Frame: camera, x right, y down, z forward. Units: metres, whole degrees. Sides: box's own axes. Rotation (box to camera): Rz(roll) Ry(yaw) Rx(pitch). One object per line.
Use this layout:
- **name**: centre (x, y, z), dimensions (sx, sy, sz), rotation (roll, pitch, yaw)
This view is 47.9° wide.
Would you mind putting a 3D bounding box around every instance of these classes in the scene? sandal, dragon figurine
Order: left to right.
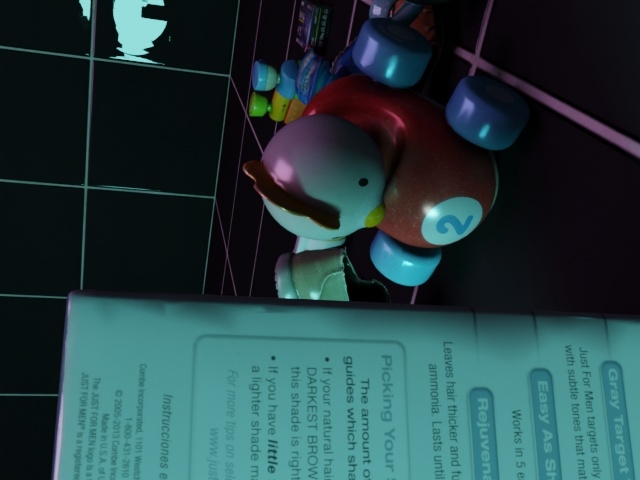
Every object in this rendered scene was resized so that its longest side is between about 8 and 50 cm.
- **sandal**: centre (0.001, -0.003, 1.181), dimensions (0.102, 0.076, 0.265), rotation (-77, 5, -67)
- **dragon figurine**: centre (0.015, -0.231, 1.056), dimensions (0.085, 0.144, 0.289), rotation (-119, 36, -63)

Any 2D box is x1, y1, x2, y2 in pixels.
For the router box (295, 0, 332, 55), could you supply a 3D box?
- **router box**: centre (-0.015, -0.420, 1.411), dimensions (0.122, 0.038, 0.092), rotation (-118, 36, -63)

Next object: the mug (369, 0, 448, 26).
- **mug**: centre (0.105, -0.307, 0.757), dimensions (0.158, 0.097, 0.129), rotation (-36, 70, 28)

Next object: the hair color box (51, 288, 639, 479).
- **hair color box**: centre (0.046, 0.135, 0.414), dimensions (0.113, 0.375, 0.185), rotation (136, 135, -67)

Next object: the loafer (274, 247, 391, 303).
- **loafer**: centre (0.046, 0.099, 0.818), dimensions (0.251, 0.088, 0.094), rotation (51, -153, -37)

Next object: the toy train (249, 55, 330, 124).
- **toy train**: centre (-0.073, -0.248, 1.382), dimensions (0.248, 0.144, 0.105), rotation (119, 152, -56)

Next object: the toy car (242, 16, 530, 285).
- **toy car**: centre (0.035, -0.053, 0.662), dimensions (0.238, 0.210, 0.219), rotation (-35, -24, -50)

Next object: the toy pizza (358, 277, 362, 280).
- **toy pizza**: centre (0.040, 0.154, 1.082), dimensions (0.201, 0.032, 0.201), rotation (-176, 90, -75)

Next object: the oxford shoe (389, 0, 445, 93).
- **oxford shoe**: centre (0.119, -0.250, 0.833), dimensions (0.076, 0.076, 0.212), rotation (21, 99, 53)
